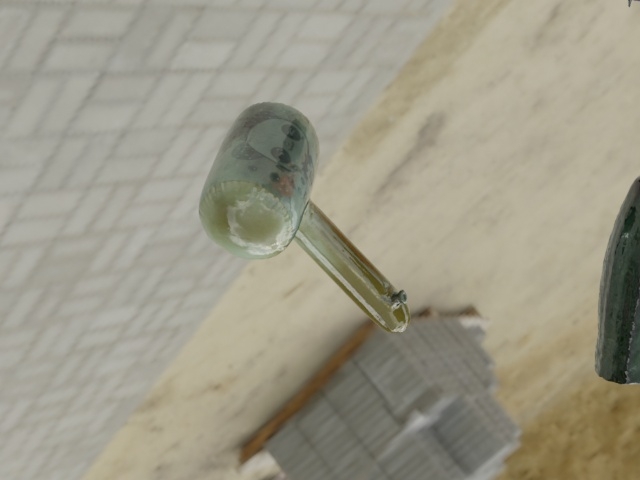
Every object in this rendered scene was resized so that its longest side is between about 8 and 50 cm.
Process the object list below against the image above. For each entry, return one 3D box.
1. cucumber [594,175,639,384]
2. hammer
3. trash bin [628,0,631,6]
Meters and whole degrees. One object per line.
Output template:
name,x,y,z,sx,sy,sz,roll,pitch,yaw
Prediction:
cucumber,0.343,0.044,1.464,0.063,0.115,0.243,-20,119,-40
hammer,0.000,0.000,1.494,0.113,0.305,0.202,-30,-155,32
trash bin,0.387,-0.268,1.154,0.162,0.235,0.184,-45,139,-65
